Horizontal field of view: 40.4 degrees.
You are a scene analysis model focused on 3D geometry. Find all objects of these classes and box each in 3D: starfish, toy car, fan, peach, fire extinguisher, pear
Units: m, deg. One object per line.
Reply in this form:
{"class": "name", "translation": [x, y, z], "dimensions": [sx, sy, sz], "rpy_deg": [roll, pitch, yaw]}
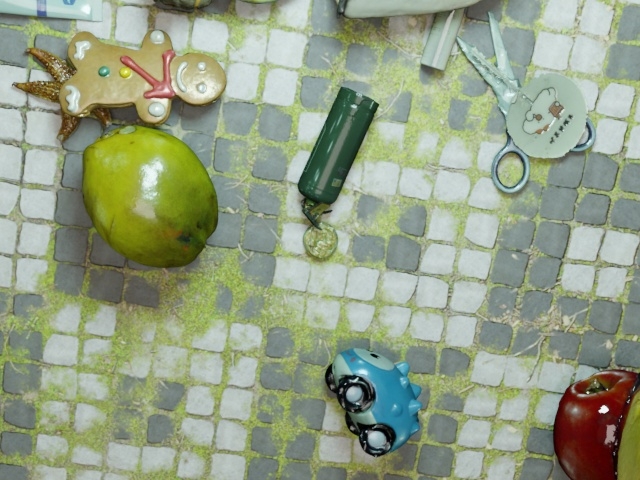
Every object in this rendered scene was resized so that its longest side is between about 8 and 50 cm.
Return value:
{"class": "starfish", "translation": [-0.538, -0.332, 1.864], "dimensions": [0.227, 0.043, 0.240], "rpy_deg": [24, 95, -10]}
{"class": "toy car", "translation": [0.132, 0.354, 1.978], "dimensions": [0.190, 0.188, 0.255], "rpy_deg": [-28, 100, -5]}
{"class": "fan", "translation": [0.448, -0.315, 1.906], "dimensions": [0.329, 0.009, 0.190], "rpy_deg": [36, 96, -13]}
{"class": "peach", "translation": [0.663, 0.461, 2.028], "dimensions": [0.258, 0.201, 0.361], "rpy_deg": [-38, 122, -33]}
{"class": "fire extinguisher", "translation": [0.029, -0.175, 1.903], "dimensions": [0.114, 0.095, 0.311], "rpy_deg": [18, 102, -40]}
{"class": "pear", "translation": [-0.357, -0.093, 1.818], "dimensions": [0.269, 0.269, 0.321], "rpy_deg": [-42, 101, 6]}

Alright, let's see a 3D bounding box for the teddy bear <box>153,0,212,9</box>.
{"class": "teddy bear", "translation": [-0.297, -0.533, 1.758], "dimensions": [0.140, 0.190, 0.177], "rpy_deg": [-38, 111, 7]}

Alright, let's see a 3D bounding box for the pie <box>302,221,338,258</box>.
{"class": "pie", "translation": [0.002, 0.000, 1.976], "dimensions": [0.084, 0.021, 0.084], "rpy_deg": [0, 98, -2]}

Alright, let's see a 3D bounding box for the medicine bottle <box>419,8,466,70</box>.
{"class": "medicine bottle", "translation": [0.277, -0.483, 1.865], "dimensions": [0.059, 0.059, 0.231], "rpy_deg": [18, 101, -7]}

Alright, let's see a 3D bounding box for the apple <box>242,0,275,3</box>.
{"class": "apple", "translation": [-0.134, -0.586, 1.782], "dimensions": [0.265, 0.120, 0.193], "rpy_deg": [-16, 112, -20]}

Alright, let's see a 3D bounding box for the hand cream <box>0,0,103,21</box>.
{"class": "hand cream", "translation": [-0.621, -0.521, 1.821], "dimensions": [0.321, 0.067, 0.109], "rpy_deg": [0, 101, -11]}

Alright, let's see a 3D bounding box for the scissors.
{"class": "scissors", "translation": [0.430, -0.318, 1.926], "dimensions": [0.256, 0.029, 0.383], "rpy_deg": [-30, 101, 3]}

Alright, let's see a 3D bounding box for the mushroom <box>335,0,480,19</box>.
{"class": "mushroom", "translation": [0.204, -0.626, 1.760], "dimensions": [0.397, 0.313, 0.224], "rpy_deg": [-6, 146, -13]}

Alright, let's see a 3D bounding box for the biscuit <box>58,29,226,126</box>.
{"class": "biscuit", "translation": [-0.367, -0.349, 1.823], "dimensions": [0.340, 0.047, 0.216], "rpy_deg": [6, 79, -6]}
